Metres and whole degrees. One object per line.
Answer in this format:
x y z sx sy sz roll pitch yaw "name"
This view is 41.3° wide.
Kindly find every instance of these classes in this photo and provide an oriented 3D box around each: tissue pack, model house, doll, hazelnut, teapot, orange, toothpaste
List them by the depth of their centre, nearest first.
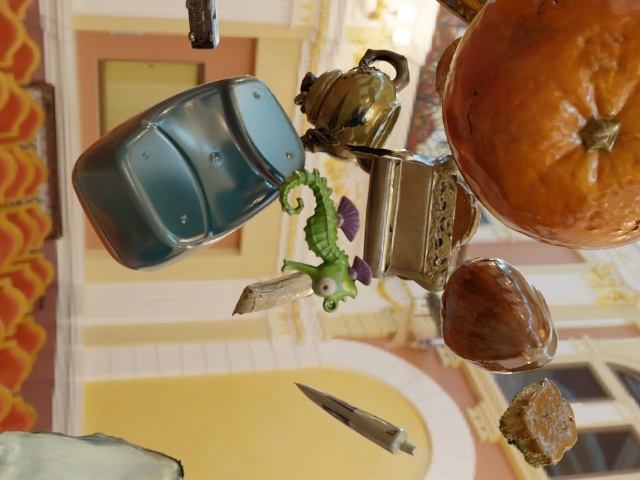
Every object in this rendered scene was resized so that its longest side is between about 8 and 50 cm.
0.260 -0.131 0.825 0.226 0.283 0.284 -54 149 -68 "orange"
0.000 0.000 1.089 0.050 0.115 0.190 -168 -114 -73 "doll"
-0.183 -0.089 1.138 0.206 0.287 0.198 -15 -72 50 "tissue pack"
-0.332 0.412 1.149 0.226 0.261 0.241 -155 -102 -71 "model house"
0.050 0.262 1.259 0.233 0.060 0.038 21 -103 40 "toothpaste"
0.294 0.139 1.439 0.210 0.186 0.210 47 33 -44 "hazelnut"
0.048 -0.247 1.517 0.269 0.182 0.173 -56 168 -17 "teapot"

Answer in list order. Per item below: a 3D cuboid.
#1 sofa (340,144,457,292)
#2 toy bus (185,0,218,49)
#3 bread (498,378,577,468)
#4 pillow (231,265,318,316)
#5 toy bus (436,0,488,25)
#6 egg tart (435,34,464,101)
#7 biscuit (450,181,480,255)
0.113 -0.042 1.315 0.258 0.181 0.200 -49 143 -78 "sofa"
-0.174 -0.328 1.260 0.046 0.038 0.083 -69 160 -62 "toy bus"
0.402 0.335 1.548 0.128 0.140 0.069 51 -42 0 "bread"
-0.085 0.107 1.800 0.053 0.208 0.119 67 -27 17 "pillow"
0.242 -0.370 1.290 0.226 0.081 0.074 45 -26 27 "toy bus"
0.372 -0.366 1.907 0.147 0.202 0.203 -124 -145 -71 "egg tart"
0.250 -0.045 1.900 0.042 0.225 0.226 51 20 -47 "biscuit"
